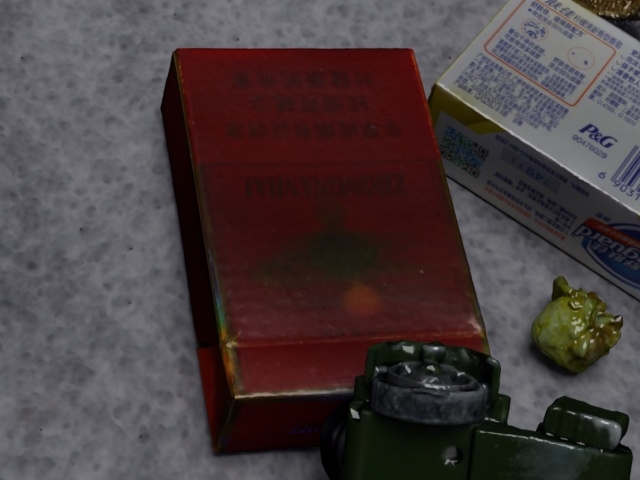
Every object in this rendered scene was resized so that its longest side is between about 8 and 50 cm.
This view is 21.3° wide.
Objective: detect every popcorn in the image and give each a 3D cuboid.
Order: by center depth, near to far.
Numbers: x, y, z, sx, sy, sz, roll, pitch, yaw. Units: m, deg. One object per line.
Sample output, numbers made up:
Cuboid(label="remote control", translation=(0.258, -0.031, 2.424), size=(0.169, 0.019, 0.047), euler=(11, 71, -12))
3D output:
Cuboid(label="popcorn", translation=(0.193, 0.061, 1.299), size=(0.068, 0.059, 0.083), euler=(1, 48, -13))

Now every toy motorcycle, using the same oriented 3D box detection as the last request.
Cuboid(label="toy motorcycle", translation=(0.130, 0.174, 1.118), size=(0.275, 0.127, 0.205), euler=(6, 96, 5))

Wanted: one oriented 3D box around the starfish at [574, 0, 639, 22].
Cuboid(label="starfish", translation=(0.305, -0.196, 1.440), size=(0.227, 0.043, 0.240), euler=(2, 24, 0))

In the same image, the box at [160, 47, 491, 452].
Cuboid(label="box", translation=(-0.001, -0.001, 1.278), size=(0.197, 0.089, 0.313), euler=(-1, 56, -16))

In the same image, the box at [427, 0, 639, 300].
Cuboid(label="box", translation=(0.229, -0.077, 1.378), size=(0.265, 0.097, 0.168), euler=(33, 55, 9))
